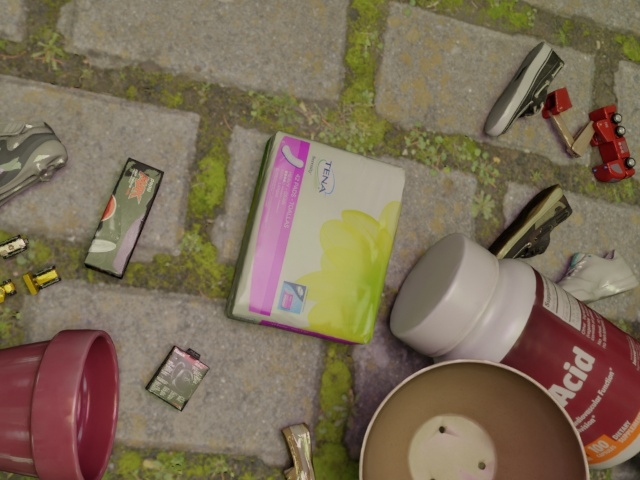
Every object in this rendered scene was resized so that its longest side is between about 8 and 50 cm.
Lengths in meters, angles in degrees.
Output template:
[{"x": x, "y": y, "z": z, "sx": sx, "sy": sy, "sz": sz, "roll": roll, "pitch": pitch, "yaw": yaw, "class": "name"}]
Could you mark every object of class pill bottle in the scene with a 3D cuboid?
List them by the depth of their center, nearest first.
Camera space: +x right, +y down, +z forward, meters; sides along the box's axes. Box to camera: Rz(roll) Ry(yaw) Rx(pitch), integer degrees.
[{"x": 0.320, "y": 0.169, "z": 1.063, "sx": 0.392, "sy": 0.224, "sz": 0.224, "roll": 33, "pitch": 75, "yaw": -10, "class": "pill bottle"}]

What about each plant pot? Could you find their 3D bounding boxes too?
[{"x": -0.373, "y": 0.215, "z": 0.872, "sx": 0.180, "sy": 0.201, "sz": 0.201, "roll": 0, "pitch": 82, "yaw": -1, "class": "plant pot"}, {"x": 0.195, "y": 0.309, "z": 0.932, "sx": 0.284, "sy": 0.191, "sz": 0.284, "roll": -1, "pitch": 78, "yaw": 3, "class": "plant pot"}]

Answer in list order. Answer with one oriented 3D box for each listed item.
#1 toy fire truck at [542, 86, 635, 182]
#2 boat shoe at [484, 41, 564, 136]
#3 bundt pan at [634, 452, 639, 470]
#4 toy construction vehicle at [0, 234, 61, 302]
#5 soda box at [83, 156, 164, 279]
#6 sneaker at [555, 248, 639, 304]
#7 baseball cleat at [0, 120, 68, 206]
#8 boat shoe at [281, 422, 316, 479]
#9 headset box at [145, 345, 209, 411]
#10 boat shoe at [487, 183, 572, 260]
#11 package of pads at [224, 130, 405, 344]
[{"x": 0.497, "y": -0.193, "z": 1.258, "sx": 0.135, "sy": 0.047, "sz": 0.192, "roll": -15, "pitch": 88, "yaw": -18, "class": "toy fire truck"}, {"x": 0.373, "y": -0.261, "z": 1.213, "sx": 0.070, "sy": 0.078, "sz": 0.219, "roll": 38, "pitch": 72, "yaw": -8, "class": "boat shoe"}, {"x": 0.632, "y": 0.283, "z": 1.151, "sx": 0.330, "sy": 0.124, "sz": 0.331, "roll": -10, "pitch": 105, "yaw": -41, "class": "bundt pan"}, {"x": -0.429, "y": 0.041, "z": 0.953, "sx": 0.098, "sy": 0.035, "sz": 0.086, "roll": -28, "pitch": 102, "yaw": -16, "class": "toy construction vehicle"}, {"x": -0.287, "y": -0.032, "z": 0.992, "sx": 0.060, "sy": 0.053, "sz": 0.169, "roll": 22, "pitch": 76, "yaw": -13, "class": "soda box"}, {"x": 0.463, "y": 0.068, "z": 1.208, "sx": 0.212, "sy": 0.080, "sz": 0.094, "roll": -12, "pitch": 74, "yaw": -25, "class": "sneaker"}, {"x": -0.463, "y": -0.097, "z": 0.949, "sx": 0.206, "sy": 0.072, "sz": 0.109, "roll": -31, "pitch": 77, "yaw": -20, "class": "baseball cleat"}, {"x": -0.034, "y": 0.347, "z": 1.025, "sx": 0.045, "sy": 0.050, "sz": 0.135, "roll": -4, "pitch": 74, "yaw": -14, "class": "boat shoe"}, {"x": -0.208, "y": 0.199, "z": 0.997, "sx": 0.062, "sy": 0.032, "sz": 0.083, "roll": 35, "pitch": 74, "yaw": -11, "class": "headset box"}, {"x": 0.365, "y": -0.007, "z": 1.176, "sx": 0.073, "sy": 0.080, "sz": 0.223, "roll": 46, "pitch": 68, "yaw": -1, "class": "boat shoe"}, {"x": 0.000, "y": 0.000, "z": 1.051, "sx": 0.229, "sy": 0.101, "sz": 0.297, "roll": 15, "pitch": 79, "yaw": -14, "class": "package of pads"}]
